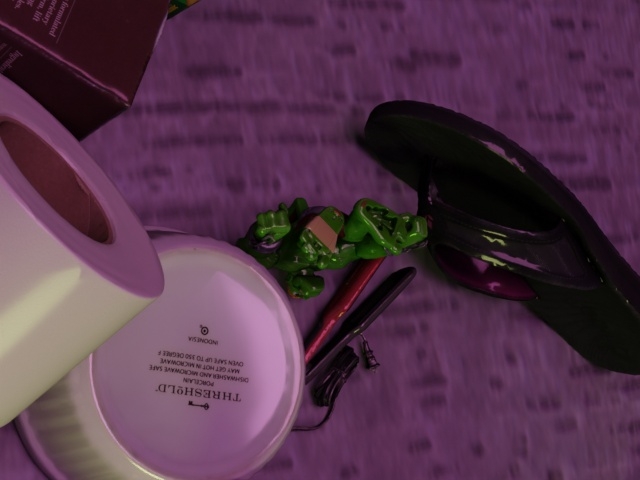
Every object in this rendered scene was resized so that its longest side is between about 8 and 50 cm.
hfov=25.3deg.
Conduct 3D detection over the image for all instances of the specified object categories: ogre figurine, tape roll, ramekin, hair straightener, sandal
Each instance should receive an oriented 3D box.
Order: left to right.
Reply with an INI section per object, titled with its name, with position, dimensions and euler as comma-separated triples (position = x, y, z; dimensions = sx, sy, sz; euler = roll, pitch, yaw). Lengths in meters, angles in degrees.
[tape roll]
position = -0.264, 0.003, 1.112
dimensions = 0.169, 0.246, 0.246
euler = -40, 107, 9
[ramekin]
position = -0.136, 0.114, 1.291
dimensions = 0.272, 0.127, 0.273
euler = 5, 80, -31
[ogre figurine]
position = 0.000, 0.000, 1.389
dimensions = 0.197, 0.118, 0.097
euler = -24, 90, -39
[hair straightener]
position = 0.030, 0.110, 1.438
dimensions = 0.089, 0.047, 0.230
euler = 45, 63, -18
[sandal]
position = 0.214, 0.019, 1.490
dimensions = 0.445, 0.167, 0.107
euler = 41, 61, -21

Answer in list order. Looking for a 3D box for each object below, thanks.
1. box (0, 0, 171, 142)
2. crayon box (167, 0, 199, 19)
[box]
position = -0.258, -0.204, 1.227
dimensions = 0.203, 0.167, 0.169
euler = 31, 59, -24
[crayon box]
position = -0.148, -0.369, 1.213
dimensions = 0.313, 0.363, 0.106
euler = 42, 65, -19
